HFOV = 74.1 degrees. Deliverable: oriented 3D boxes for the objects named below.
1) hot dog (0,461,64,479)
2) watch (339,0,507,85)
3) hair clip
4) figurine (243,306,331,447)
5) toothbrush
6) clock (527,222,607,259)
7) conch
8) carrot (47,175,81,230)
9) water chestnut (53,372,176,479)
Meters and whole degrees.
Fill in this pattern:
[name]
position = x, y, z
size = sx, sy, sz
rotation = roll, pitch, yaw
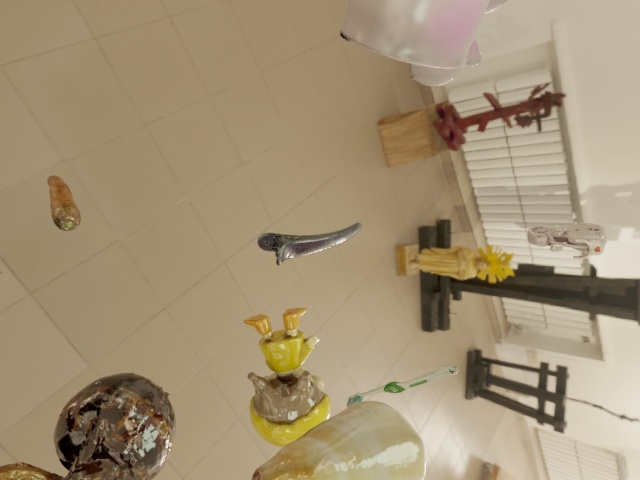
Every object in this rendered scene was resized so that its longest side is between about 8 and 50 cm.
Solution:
[hot dog]
position = -0.653, 0.574, 0.931
size = 0.160, 0.099, 0.227
rotation = -47, 150, -21
[watch]
position = 0.155, -0.321, 0.619
size = 0.218, 0.248, 0.211
rotation = -81, -173, -51
[hair clip]
position = 0.000, 0.000, 0.931
size = 0.275, 0.083, 0.048
rotation = -11, 123, -38
[figurine]
position = -0.094, 0.358, 1.104
size = 0.187, 0.215, 0.344
rotation = -11, 90, -70
[toothbrush]
position = 0.173, 0.328, 0.953
size = 0.030, 0.304, 0.030
rotation = 32, 40, -33
[clock]
position = 0.451, -0.003, 0.777
size = 0.087, 0.129, 0.041
rotation = -51, 136, -52
[conch]
position = 0.021, 0.286, 0.551
size = 0.255, 0.127, 0.158
rotation = 15, 97, -28
[carrot]
position = -0.500, -0.081, 0.813
size = 0.047, 0.191, 0.047
rotation = -24, 138, -24
[water chestnut]
position = -0.497, 0.478, 1.008
size = 0.300, 0.300, 0.300
rotation = -2, 92, -44
